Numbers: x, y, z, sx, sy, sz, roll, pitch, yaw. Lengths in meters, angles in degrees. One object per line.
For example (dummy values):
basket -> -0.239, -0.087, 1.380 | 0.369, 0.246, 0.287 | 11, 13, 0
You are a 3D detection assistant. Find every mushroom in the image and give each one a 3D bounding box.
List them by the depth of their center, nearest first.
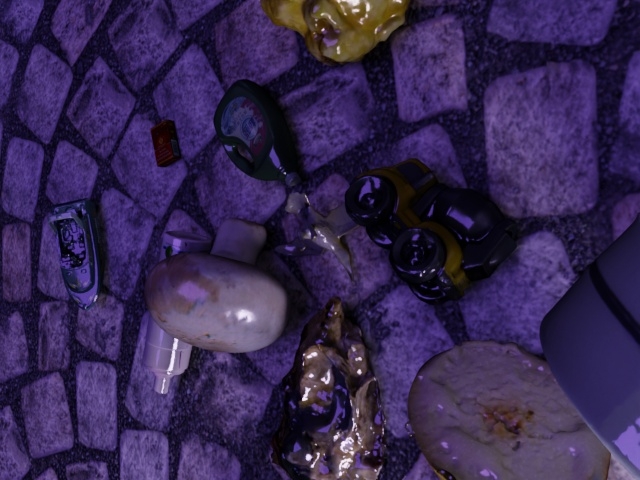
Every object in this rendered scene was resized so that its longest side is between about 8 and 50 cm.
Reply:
mushroom -> -0.162, 0.068, 1.209 | 0.244, 0.243, 0.243 | -1, 88, 38

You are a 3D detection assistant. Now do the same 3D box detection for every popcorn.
popcorn -> 0.024, -0.366, 1.106 | 0.200, 0.226, 0.203 | -107, 3, -55

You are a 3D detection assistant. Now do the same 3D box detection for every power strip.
power strip -> 0.383, 0.126, 0.697 | 0.357, 0.357, 0.161 | 48, 116, 28

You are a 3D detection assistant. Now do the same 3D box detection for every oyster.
oyster -> 0.015, 0.276, 1.134 | 0.221, 0.096, 0.361 | 22, 105, 29

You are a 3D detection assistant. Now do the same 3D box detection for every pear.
pear -> 0.229, 0.273, 0.922 | 0.267, 0.267, 0.178 | 32, 140, 34

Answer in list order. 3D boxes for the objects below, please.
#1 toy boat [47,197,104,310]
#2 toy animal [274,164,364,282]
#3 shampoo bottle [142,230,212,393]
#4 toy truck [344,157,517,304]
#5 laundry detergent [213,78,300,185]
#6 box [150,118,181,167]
toy boat -> -0.515, 0.028, 1.550 | 0.093, 0.103, 0.246 | -10, 87, 14
toy animal -> 0.000, 0.000, 1.148 | 0.219, 0.095, 0.155 | -36, 64, 33
shampoo bottle -> -0.273, 0.138, 1.359 | 0.092, 0.092, 0.303 | 17, 98, 37
toy truck -> 0.151, -0.028, 1.015 | 0.165, 0.147, 0.224 | -40, 60, 4
laundry detergent -> -0.103, -0.167, 1.255 | 0.137, 0.063, 0.211 | -49, 64, 30
box -> -0.306, -0.191, 1.437 | 0.051, 0.023, 0.082 | -21, 76, 35
